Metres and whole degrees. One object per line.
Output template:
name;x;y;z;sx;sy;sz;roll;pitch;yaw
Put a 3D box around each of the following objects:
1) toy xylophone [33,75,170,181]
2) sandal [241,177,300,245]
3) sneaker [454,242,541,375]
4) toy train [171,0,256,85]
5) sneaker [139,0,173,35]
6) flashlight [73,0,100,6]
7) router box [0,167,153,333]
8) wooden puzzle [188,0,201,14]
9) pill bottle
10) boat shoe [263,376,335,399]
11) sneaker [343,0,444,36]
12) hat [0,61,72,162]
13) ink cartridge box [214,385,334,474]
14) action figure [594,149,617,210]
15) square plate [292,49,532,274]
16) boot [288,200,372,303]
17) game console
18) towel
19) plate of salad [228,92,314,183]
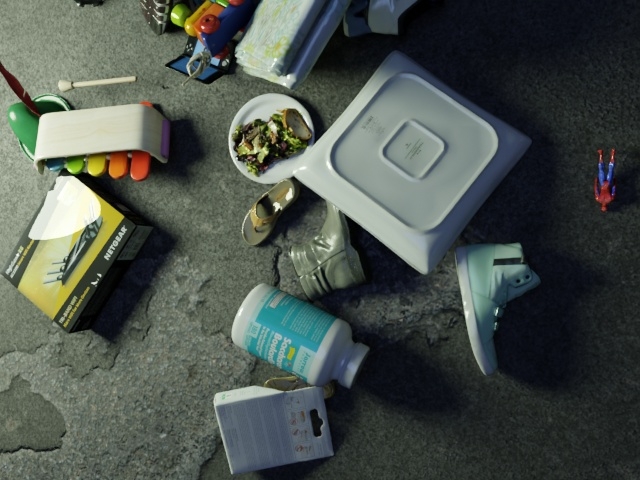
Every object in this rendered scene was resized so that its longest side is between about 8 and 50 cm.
toy xylophone;-0.500;-0.254;1.290;0.323;0.081;0.236;3;69;6
sandal;-0.116;-0.064;1.230;0.072;0.049;0.180;46;110;11
sneaker;0.351;0.127;1.086;0.151;0.094;0.255;-9;88;12
toy train;-0.266;-0.456;1.220;0.143;0.105;0.248;35;77;17
sneaker;-0.305;-0.579;1.236;0.163;0.281;0.106;-27;71;-27
flashlight;-0.618;-0.701;1.350;0.103;0.103;0.304;-29;82;12
router box;-0.576;0.023;1.339;0.243;0.081;0.308;35;98;13
wooden puzzle;-0.264;-0.537;1.299;0.079;0.014;0.116;-27;83;13
pill bottle;-0.037;0.202;1.160;0.264;0.146;0.146;24;95;14
boat shoe;-0.043;0.316;1.218;0.153;0.048;0.056;-6;79;8
sneaker;0.173;-0.550;1.137;0.182;0.127;0.315;16;100;11
hat;-0.706;-0.285;1.325;0.173;0.183;0.208;-34;81;12
ink cartridge box;-0.097;0.391;1.205;0.225;0.056;0.181;-11;108;-5
action figure;0.539;-0.113;1.072;0.038;0.030;0.115;3;95;20
square plate;0.178;-0.169;1.116;0.344;0.049;0.347;38;83;11
boot;0.000;0.000;1.191;0.161;0.083;0.246;-17;84;20
game console;-0.267;-0.413;1.267;0.122;0.071;0.107;26;103;13
towel;-0.022;-0.477;1.098;0.090;0.320;0.374;26;100;-29
plate of salad;-0.111;-0.224;1.237;0.200;0.048;0.199;0;90;15
